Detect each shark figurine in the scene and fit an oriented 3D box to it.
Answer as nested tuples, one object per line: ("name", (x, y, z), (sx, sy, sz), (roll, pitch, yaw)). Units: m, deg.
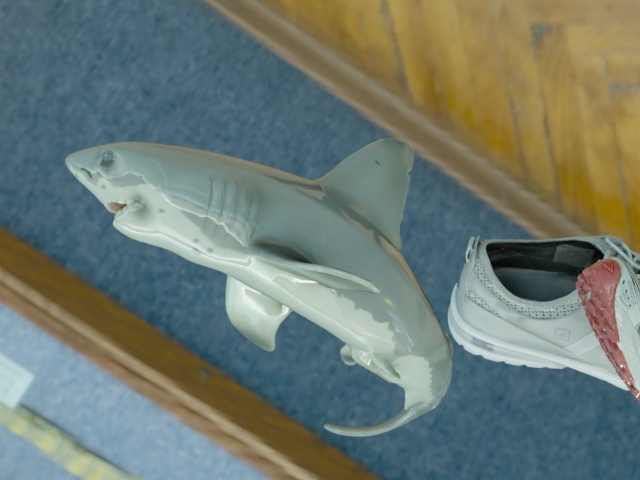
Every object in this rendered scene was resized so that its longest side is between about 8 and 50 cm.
("shark figurine", (0.026, 0.013, 0.755), (0.166, 0.116, 0.278), (4, 152, 44))

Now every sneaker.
("sneaker", (0.239, 0.053, 1.180), (0.281, 0.105, 0.115), (3, 144, 8))
("sneaker", (0.246, 0.070, 0.976), (0.092, 0.088, 0.225), (-40, 129, 16))
